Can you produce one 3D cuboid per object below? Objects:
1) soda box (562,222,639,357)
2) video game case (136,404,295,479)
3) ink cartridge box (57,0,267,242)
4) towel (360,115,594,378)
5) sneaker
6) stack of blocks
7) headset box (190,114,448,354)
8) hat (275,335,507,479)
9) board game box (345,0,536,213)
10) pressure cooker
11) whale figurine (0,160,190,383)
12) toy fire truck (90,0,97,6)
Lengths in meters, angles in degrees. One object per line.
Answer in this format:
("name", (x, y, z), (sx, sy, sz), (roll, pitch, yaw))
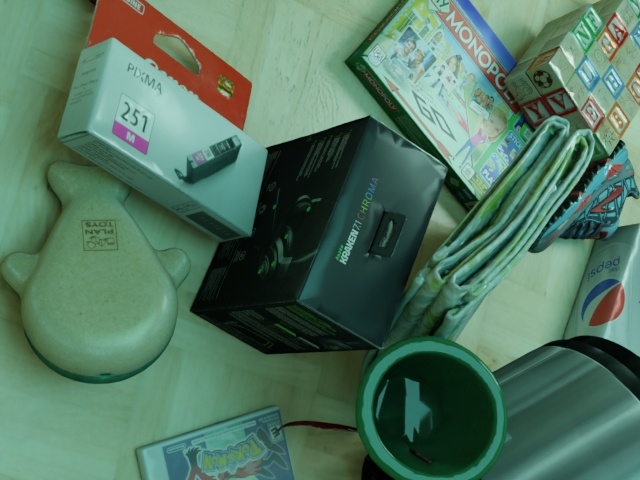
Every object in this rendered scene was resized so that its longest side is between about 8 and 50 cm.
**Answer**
("soda box", (0.445, 0.121, 1.932), (0.098, 0.091, 0.286), (34, 67, -25))
("video game case", (-0.119, 0.320, 1.582), (0.201, 0.023, 0.183), (-14, 92, -34))
("ink cartridge box", (-0.169, -0.161, 1.518), (0.275, 0.060, 0.239), (34, 56, -42))
("towel", (0.197, 0.037, 1.630), (0.090, 0.374, 0.320), (39, 64, 8))
("sneaker", (0.404, -0.044, 1.918), (0.262, 0.104, 0.125), (-39, 108, -30))
("stack of blocks", (0.413, -0.266, 1.924), (0.171, 0.087, 0.297), (53, 50, -16))
("headset box", (0.000, 0.000, 1.542), (0.131, 0.283, 0.246), (32, 68, -26))
("hat", (0.094, 0.205, 1.509), (0.208, 0.183, 0.173), (32, 73, -6))
("board game box", (0.201, -0.211, 1.839), (0.317, 0.046, 0.213), (48, 63, -19))
("pressure cooker", (0.312, 0.327, 1.627), (0.420, 0.375, 0.370), (-26, 71, -24))
("whale figurine", (-0.261, 0.038, 1.475), (0.216, 0.141, 0.272), (-3, 62, -15))
("toy fire truck", (-0.287, -0.451, 1.492), (0.302, 0.169, 0.254), (38, 87, -27))
